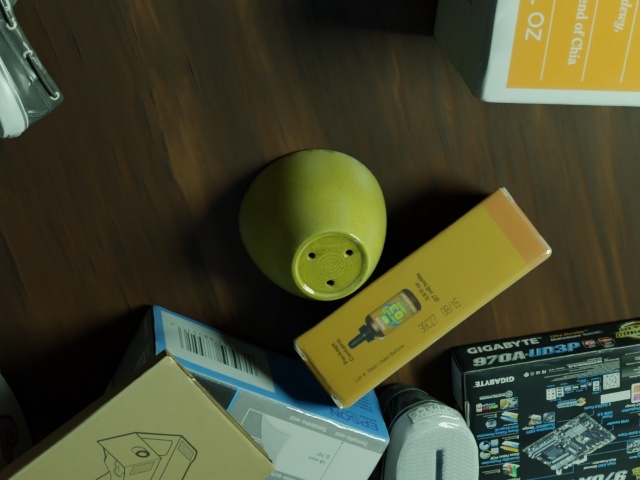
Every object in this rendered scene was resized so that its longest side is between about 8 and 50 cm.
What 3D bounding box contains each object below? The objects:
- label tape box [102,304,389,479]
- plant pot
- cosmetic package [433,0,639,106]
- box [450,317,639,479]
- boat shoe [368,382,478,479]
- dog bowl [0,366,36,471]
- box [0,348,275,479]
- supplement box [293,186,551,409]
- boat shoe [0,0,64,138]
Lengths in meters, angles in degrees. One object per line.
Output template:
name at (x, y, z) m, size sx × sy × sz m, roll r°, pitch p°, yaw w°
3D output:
label tape box at (-0.120, 0.255, 1.472) m, size 0.241 × 0.106 × 0.333 m, roll 22°, pitch 111°, yaw -20°
plant pot at (0.000, 0.000, 1.369) m, size 0.134 × 0.095 × 0.134 m, roll -4°, pitch 117°, yaw -8°
cosmetic package at (0.339, -0.236, 1.275) m, size 0.453 × 0.161 × 0.230 m, roll 0°, pitch 117°, yaw -11°
box at (0.242, 0.172, 1.529) m, size 0.220 × 0.051 × 0.175 m, roll -9°, pitch 118°, yaw -6°
boat shoe at (0.091, 0.296, 1.526) m, size 0.121 × 0.119 × 0.335 m, roll 2°, pitch 110°, yaw -16°
dog bowl at (-0.455, 0.246, 1.380) m, size 0.408 × 0.150 × 0.408 m, roll -4°, pitch 118°, yaw -8°
box at (-0.164, 0.204, 1.349) m, size 0.201 × 0.021 × 0.164 m, roll -36°, pitch 124°, yaw 4°
supplement box at (0.090, 0.053, 1.393) m, size 0.233 × 0.080 × 0.078 m, roll -36°, pitch 85°, yaw -3°
boat shoe at (-0.264, -0.192, 1.236) m, size 0.076 × 0.080 × 0.228 m, roll -30°, pitch 116°, yaw -20°
